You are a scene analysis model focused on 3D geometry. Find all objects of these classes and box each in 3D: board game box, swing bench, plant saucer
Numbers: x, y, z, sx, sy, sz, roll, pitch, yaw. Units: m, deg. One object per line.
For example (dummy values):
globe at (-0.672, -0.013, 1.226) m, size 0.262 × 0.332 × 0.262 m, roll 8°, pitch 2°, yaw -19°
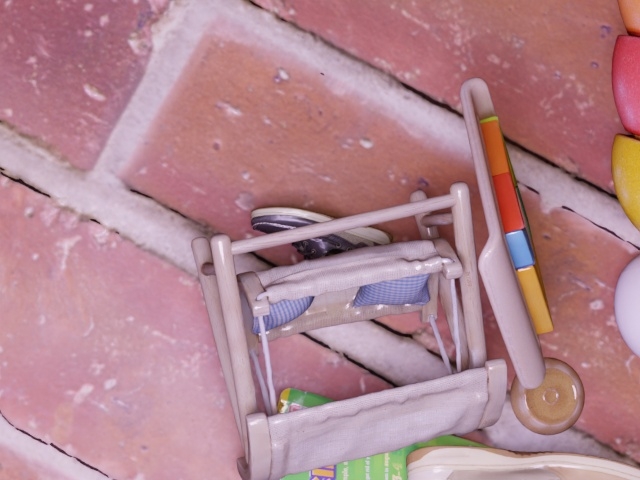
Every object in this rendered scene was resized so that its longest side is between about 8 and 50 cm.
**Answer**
board game box at (0.066, 0.245, 1.507) m, size 0.259 × 0.039 × 0.124 m, roll 18°, pitch 80°, yaw -10°
swing bench at (0.030, 0.095, 1.409) m, size 0.253 × 0.165 × 0.255 m, roll -13°, pitch 91°, yaw -12°
plant saucer at (0.245, 0.166, 1.554) m, size 0.083 × 0.015 × 0.083 m, roll 1°, pitch 83°, yaw -9°

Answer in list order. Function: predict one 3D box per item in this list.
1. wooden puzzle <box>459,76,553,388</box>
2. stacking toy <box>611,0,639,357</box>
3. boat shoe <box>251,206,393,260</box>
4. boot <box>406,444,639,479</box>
wooden puzzle at (0.187, -0.009, 1.423) m, size 0.044 × 0.221 × 0.239 m, roll -11°, pitch 47°, yaw 13°
stacking toy at (0.419, -0.100, 1.510) m, size 0.350 × 0.350 × 0.480 m, roll 12°, pitch 101°, yaw -8°
boat shoe at (0.000, 0.000, 1.511) m, size 0.152 × 0.056 × 0.049 m, roll 11°, pitch 77°, yaw -8°
boot at (0.211, 0.313, 1.435) m, size 0.261 × 0.095 × 0.204 m, roll 6°, pitch 66°, yaw -5°
